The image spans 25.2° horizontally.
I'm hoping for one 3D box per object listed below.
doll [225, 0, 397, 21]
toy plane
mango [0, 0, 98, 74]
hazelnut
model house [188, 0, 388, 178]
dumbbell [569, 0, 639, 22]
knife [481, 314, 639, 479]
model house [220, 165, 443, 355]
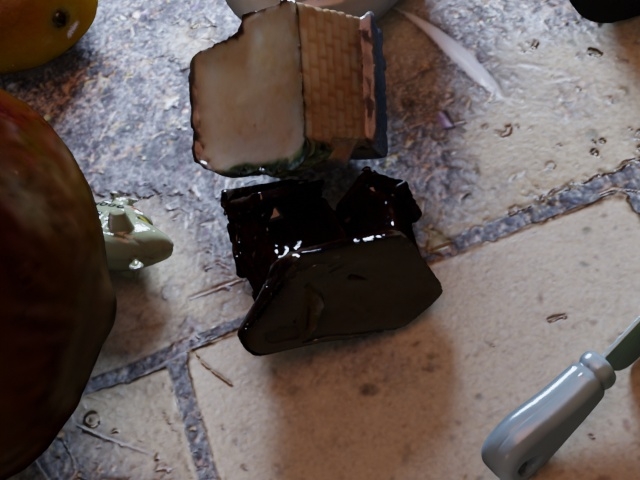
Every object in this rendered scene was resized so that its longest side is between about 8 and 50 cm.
[{"bbox_3d":[-0.002,-0.340,1.549,0.251,0.221,0.221,-31,57,-6],"label":"doll"},{"bbox_3d":[-0.282,-0.019,1.498,0.286,0.092,0.108,7,40,17],"label":"toy plane"},{"bbox_3d":[-0.378,-0.268,1.640,0.254,0.139,0.175,-10,45,17],"label":"mango"},{"bbox_3d":[-0.390,0.041,1.316,0.421,0.353,0.421,0,92,-6],"label":"hazelnut"},{"bbox_3d":[-0.014,-0.142,1.453,0.183,0.172,0.166,-7,86,47],"label":"model house"},{"bbox_3d":[0.294,-0.337,1.516,0.143,0.143,0.325,-24,56,-2],"label":"dumbbell"},{"bbox_3d":[0.275,0.097,1.292,0.331,0.080,0.044,-42,56,-8],"label":"knife"},{"bbox_3d":[0.005,0.007,1.405,0.203,0.141,0.164,-5,33,-14],"label":"model house"}]
